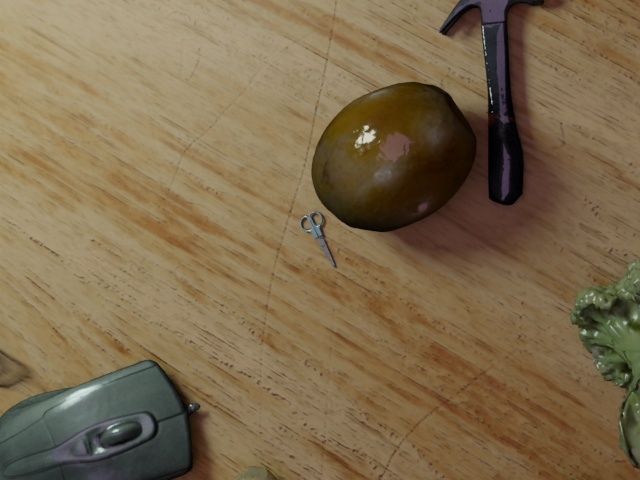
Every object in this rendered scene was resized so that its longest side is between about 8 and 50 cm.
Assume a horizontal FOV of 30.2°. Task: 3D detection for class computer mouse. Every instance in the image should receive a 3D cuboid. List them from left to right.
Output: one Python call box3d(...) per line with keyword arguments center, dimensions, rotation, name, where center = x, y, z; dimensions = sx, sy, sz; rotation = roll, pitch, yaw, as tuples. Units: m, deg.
box3d(center=(-0.348, 0.300, 1.719), dimensions=(0.371, 0.122, 0.188), rotation=(-21, 87, 14), name="computer mouse")

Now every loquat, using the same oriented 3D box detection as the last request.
box3d(center=(0.090, -0.106, 1.534), dimensions=(0.227, 0.179, 0.179), rotation=(-31, 83, 24), name="loquat")

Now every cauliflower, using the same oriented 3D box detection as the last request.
box3d(center=(0.440, 0.118, 1.380), dimensions=(0.327, 0.281, 0.260), rotation=(-4, 87, 29), name="cauliflower")

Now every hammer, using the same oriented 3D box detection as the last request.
box3d(center=(0.229, -0.190, 1.556), dimensions=(0.137, 0.037, 0.289), rotation=(-2, 92, 17), name="hammer")

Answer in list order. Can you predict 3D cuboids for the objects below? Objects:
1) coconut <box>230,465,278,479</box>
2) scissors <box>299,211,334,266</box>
box3d(center=(-0.088, 0.386, 1.642), dimensions=(0.122, 0.116, 0.116), rotation=(44, 104, 11), name="coconut")
box3d(center=(0.000, 0.000, 1.651), dimensions=(0.036, 0.006, 0.083), rotation=(-27, 85, 18), name="scissors")
